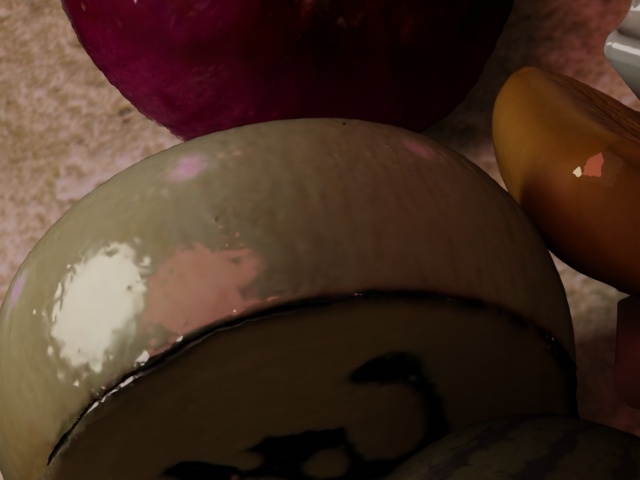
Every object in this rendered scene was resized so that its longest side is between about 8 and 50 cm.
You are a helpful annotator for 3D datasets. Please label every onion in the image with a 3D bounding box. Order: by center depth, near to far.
[{"bbox_3d":[-0.038,-0.220,1.398,0.347,0.348,0.385,-59,12,-8],"label":"onion"}]

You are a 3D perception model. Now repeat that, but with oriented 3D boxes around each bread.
[{"bbox_3d":[0.178,-0.030,1.202,0.098,0.147,0.217,-59,16,11],"label":"bread"}]

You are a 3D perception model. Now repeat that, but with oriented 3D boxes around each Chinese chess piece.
[{"bbox_3d":[-0.020,0.087,1.152,0.349,0.349,0.146,-30,50,15],"label":"Chinese chess piece"}]

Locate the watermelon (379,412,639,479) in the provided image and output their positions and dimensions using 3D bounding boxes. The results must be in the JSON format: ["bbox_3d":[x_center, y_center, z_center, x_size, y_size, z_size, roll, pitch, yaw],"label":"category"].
[{"bbox_3d":[0.104,0.270,1.025,0.279,0.279,0.359,5,73,34],"label":"watermelon"}]

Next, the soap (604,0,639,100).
[{"bbox_3d":[0.287,-0.094,1.207,0.198,0.119,0.066,23,78,39],"label":"soap"}]

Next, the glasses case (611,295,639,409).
[{"bbox_3d":[0.275,0.041,1.187,0.193,0.070,0.102,-25,24,23],"label":"glasses case"}]
